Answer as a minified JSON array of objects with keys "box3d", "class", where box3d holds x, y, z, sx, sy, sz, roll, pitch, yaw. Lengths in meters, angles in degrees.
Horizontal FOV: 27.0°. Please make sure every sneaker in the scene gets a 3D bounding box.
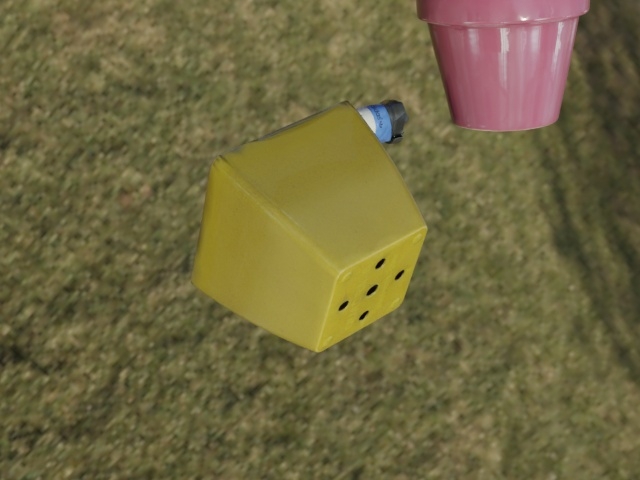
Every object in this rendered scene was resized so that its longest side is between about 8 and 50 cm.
[{"box3d":[0.058,-0.130,1.677,0.084,0.152,0.058,-17,74,-27],"class":"sneaker"}]

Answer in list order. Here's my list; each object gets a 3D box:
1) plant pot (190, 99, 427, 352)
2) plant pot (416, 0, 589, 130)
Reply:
[{"box3d":[0.000,0.000,1.548,0.212,0.212,0.187,-28,58,-35],"class":"plant pot"},{"box3d":[0.216,-0.230,1.570,0.201,0.201,0.180,-31,122,-56],"class":"plant pot"}]
